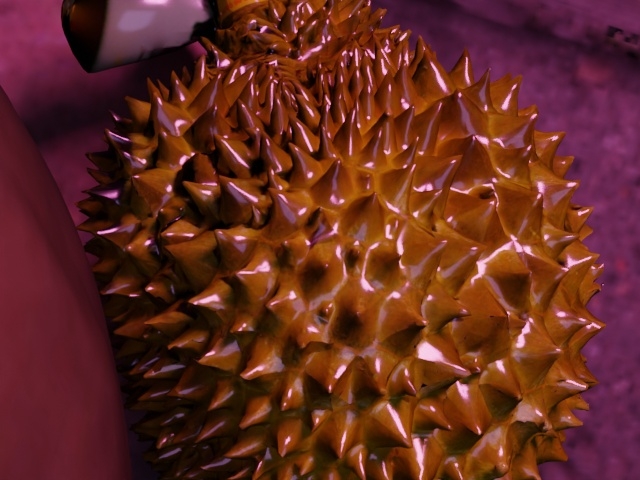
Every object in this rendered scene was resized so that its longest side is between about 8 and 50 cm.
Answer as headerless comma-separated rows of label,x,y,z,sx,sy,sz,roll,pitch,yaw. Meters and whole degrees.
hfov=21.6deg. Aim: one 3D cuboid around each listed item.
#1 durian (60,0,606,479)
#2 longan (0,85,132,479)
durian,0.006,0.011,0.498,0.146,0.198,0.159,-8,130,-3
longan,-0.191,0.059,0.378,0.319,0.319,0.318,-3,101,-16
